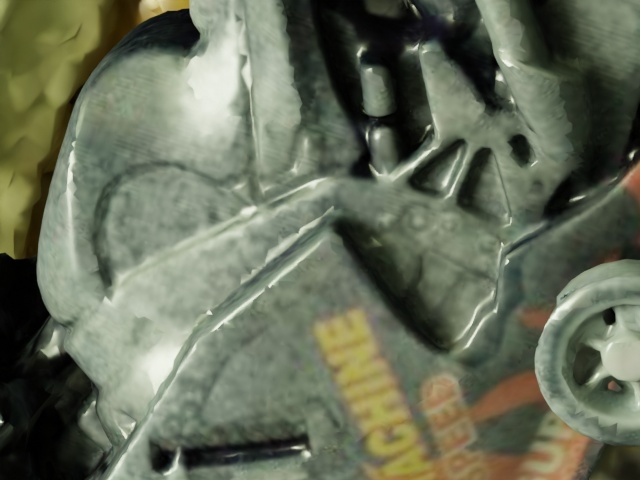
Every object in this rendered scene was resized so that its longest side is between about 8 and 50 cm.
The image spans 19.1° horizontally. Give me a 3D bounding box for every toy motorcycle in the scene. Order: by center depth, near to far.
[{"bbox_3d":[0.000,0.000,0.434,0.108,0.173,0.307,-70,0,-66],"label":"toy motorcycle"}]

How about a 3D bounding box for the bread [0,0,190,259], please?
[{"bbox_3d":[-0.067,-0.125,0.557,0.375,0.165,0.236,-68,30,25],"label":"bread"}]
